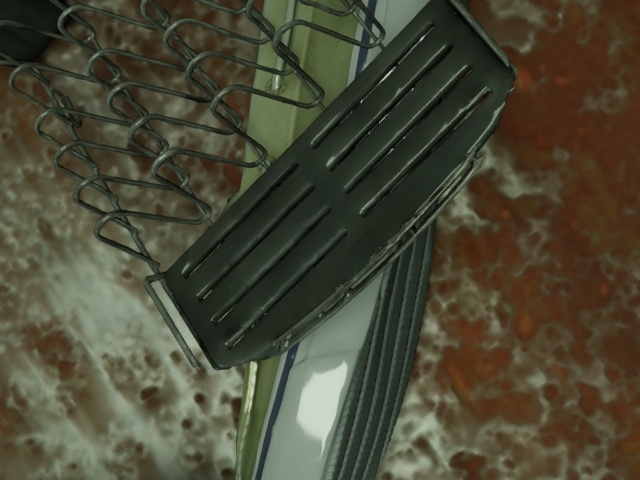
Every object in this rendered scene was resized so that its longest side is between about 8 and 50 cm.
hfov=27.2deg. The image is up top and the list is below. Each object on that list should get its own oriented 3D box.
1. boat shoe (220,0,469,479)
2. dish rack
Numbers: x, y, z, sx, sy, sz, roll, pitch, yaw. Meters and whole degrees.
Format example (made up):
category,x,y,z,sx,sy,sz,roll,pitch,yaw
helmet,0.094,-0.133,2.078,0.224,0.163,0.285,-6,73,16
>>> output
category,x,y,z,sx,sy,sz,roll,pitch,yaw
boat shoe,0.000,0.000,0.637,0.094,0.109,0.302,11,85,19
dish rack,-0.052,-0.088,0.584,0.208,0.074,0.271,-46,59,17
